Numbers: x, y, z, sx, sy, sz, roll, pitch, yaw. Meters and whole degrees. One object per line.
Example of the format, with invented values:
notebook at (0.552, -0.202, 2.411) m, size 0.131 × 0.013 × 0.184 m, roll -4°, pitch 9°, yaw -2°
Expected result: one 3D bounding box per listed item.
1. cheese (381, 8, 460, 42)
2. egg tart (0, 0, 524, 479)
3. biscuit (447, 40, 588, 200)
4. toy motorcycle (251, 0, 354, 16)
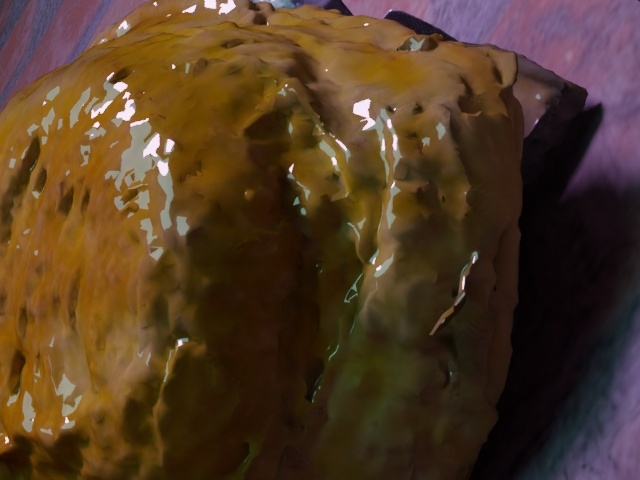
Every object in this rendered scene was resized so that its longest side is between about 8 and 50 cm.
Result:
cheese at (0.014, -0.054, 0.927) m, size 0.191 × 0.105 × 0.042 m, roll -50°, pitch 16°, yaw 49°
egg tart at (-0.073, 0.041, 0.801) m, size 0.351 × 0.153 × 0.339 m, roll 29°, pitch 108°, yaw 43°
biscuit at (-0.001, 0.000, 0.870) m, size 0.141 × 0.038 × 0.290 m, roll 47°, pitch 118°, yaw 23°
toy motorcycle at (-0.016, -0.085, 1.025) m, size 0.080 × 0.122 × 0.215 m, roll -42°, pitch 9°, yaw -23°
